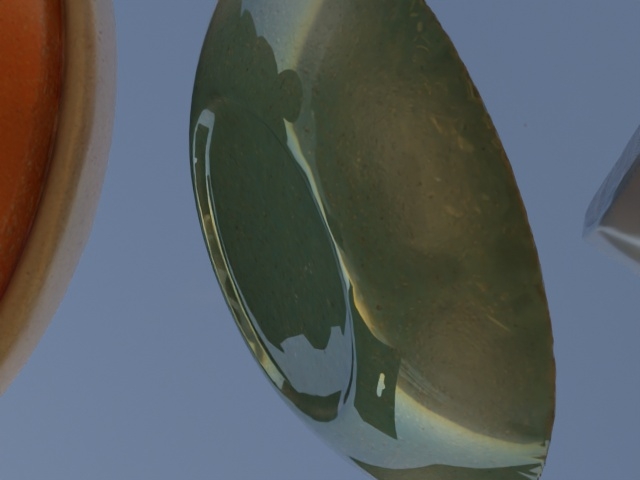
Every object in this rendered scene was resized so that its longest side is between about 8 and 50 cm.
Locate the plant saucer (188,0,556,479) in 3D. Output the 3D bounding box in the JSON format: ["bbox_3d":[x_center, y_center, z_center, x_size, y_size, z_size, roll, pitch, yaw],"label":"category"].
[{"bbox_3d":[0.000,0.000,0.502,0.037,0.195,0.195,-20,-88,-23],"label":"plant saucer"}]

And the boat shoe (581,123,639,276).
[{"bbox_3d":[0.194,-0.044,0.607,0.119,0.335,0.121,38,-63,12],"label":"boat shoe"}]

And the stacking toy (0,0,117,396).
[{"bbox_3d":[-0.346,-0.088,0.641,0.350,0.480,0.351,-12,-109,35],"label":"stacking toy"}]
